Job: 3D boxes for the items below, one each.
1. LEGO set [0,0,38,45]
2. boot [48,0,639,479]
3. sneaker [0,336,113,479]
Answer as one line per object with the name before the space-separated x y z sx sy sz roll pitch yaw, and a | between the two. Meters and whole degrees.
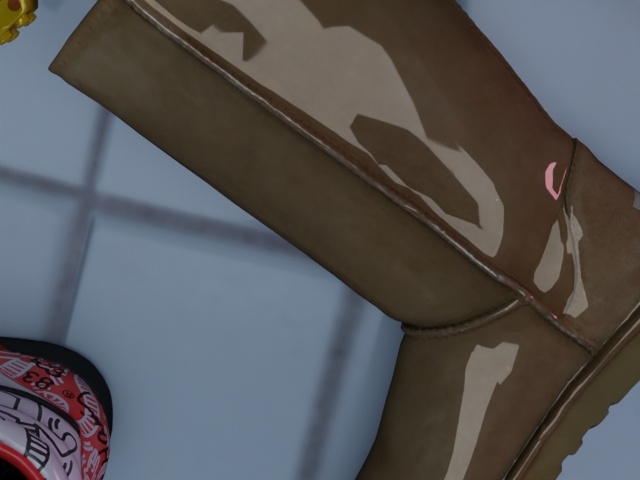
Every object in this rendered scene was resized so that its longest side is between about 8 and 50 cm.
LEGO set | -0.127 -0.135 0.663 0.227 0.087 0.093 -41 95 14
boot | 0.000 0.000 0.705 0.269 0.089 0.236 39 94 -13
sneaker | -0.224 0.084 0.694 0.270 0.145 0.090 4 102 -3
